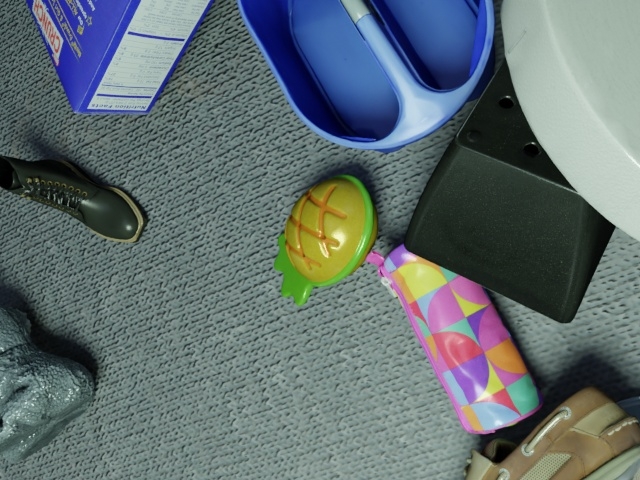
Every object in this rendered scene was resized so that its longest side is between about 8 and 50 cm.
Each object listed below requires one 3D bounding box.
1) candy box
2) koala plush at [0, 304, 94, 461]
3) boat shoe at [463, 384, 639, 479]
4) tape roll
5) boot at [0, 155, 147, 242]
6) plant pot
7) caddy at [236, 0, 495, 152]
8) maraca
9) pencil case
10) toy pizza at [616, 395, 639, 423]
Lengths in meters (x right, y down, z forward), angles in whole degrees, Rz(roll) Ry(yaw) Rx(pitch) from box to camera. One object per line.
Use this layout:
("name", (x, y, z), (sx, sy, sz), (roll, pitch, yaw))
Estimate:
("candy box", (-0.246, -0.359, 0.807), (0.317, 0.122, 0.268), (-45, 64, 36))
("koala plush", (-0.449, 0.179, 0.921), (0.203, 0.196, 0.221), (-37, 76, 5))
("boat shoe", (0.208, 0.267, 0.681), (0.324, 0.123, 0.116), (-50, 51, 31))
("tape roll", (0.350, -0.158, 0.553), (0.391, 0.072, 0.392), (4, 69, -10))
("boot", (-0.355, -0.055, 0.905), (0.197, 0.137, 0.077), (27, 98, 19))
("plant pot", (0.207, -0.066, 0.633), (0.187, 0.167, 0.188), (26, 65, 19))
("caddy", (0.050, -0.259, 0.731), (0.241, 0.179, 0.341), (-33, 78, 18))
("maraca", (0.000, 0.000, 0.790), (0.185, 0.099, 0.127), (-45, 47, 36))
("pencil case", (0.149, 0.099, 0.727), (0.104, 0.104, 0.236), (-34, 77, 17))
("toy pizza", (0.358, 0.261, 0.677), (0.201, 0.032, 0.201), (-1, 88, 20))
